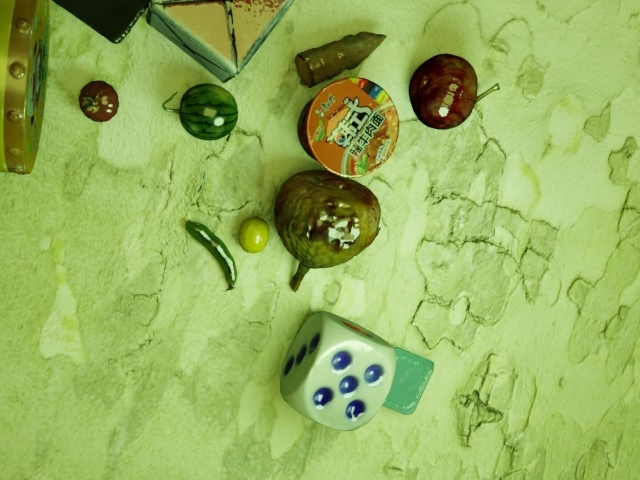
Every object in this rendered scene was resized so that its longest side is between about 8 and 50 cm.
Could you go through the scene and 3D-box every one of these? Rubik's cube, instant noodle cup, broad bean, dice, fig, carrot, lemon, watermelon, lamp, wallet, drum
[{"bbox_3d":[-0.243,-0.552,1.566,0.254,0.260,0.259,38,84,-17],"label":"Rubik's cube"},{"bbox_3d":[0.233,0.408,1.955,0.157,0.070,0.179,25,91,-18],"label":"instant noodle cup"},{"bbox_3d":[-0.279,0.035,1.758,0.069,0.039,0.227,-30,106,-5],"label":"broad bean"},{"bbox_3d":[0.046,0.351,1.791,0.243,0.259,0.251,27,91,-17],"label":"dice"},{"bbox_3d":[0.000,0.000,1.757,0.286,0.286,0.369,5,127,-18],"label":"fig"},{"bbox_3d":[0.360,-0.395,1.831,0.249,0.186,0.204,16,79,-51],"label":"fig"},{"bbox_3d":[0.061,-0.495,1.751,0.263,0.102,0.102,-27,105,-12],"label":"carrot"},{"bbox_3d":[-0.176,-0.018,1.758,0.082,0.082,0.111,12,96,-18],"label":"lemon"},{"bbox_3d":[-0.299,-0.322,1.645,0.187,0.140,0.141,4,97,-14],"label":"watermelon"},{"bbox_3d":[0.058,-0.294,1.728,0.250,0.192,0.251,-3,100,-16],"label":"instant noodle cup"},{"bbox_3d":[-0.535,-0.336,1.596,0.101,0.090,0.101,5,105,21],"label":"lamp"},{"bbox_3d":[-0.538,-0.583,1.536,0.285,0.030,0.146,36,83,5],"label":"wallet"},{"bbox_3d":[-0.699,-0.349,1.377,0.214,0.431,0.432,5,97,-18],"label":"drum"}]
